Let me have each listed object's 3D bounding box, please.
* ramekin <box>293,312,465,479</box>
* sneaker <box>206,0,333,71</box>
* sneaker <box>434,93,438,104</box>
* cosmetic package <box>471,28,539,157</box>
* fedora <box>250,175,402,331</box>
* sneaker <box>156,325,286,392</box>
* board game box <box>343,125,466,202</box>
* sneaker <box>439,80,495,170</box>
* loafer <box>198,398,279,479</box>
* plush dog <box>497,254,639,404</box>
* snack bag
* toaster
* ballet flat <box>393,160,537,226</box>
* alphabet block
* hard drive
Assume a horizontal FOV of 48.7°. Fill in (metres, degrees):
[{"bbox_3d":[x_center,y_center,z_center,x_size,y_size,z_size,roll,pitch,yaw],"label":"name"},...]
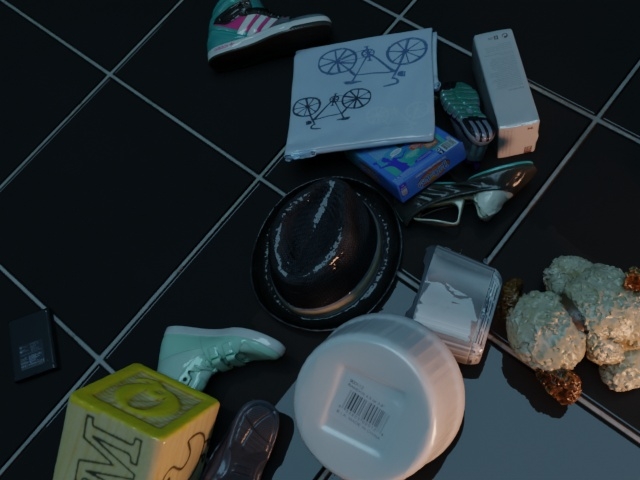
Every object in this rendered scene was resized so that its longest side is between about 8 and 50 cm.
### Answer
[{"bbox_3d":[0.089,0.266,1.174,0.277,0.135,0.277,1,94,23],"label":"ramekin"},{"bbox_3d":[-0.127,-0.510,1.622,0.295,0.124,0.178,-13,75,7],"label":"sneaker"},{"bbox_3d":[0.209,-0.296,1.512,0.083,0.031,0.035,-17,51,-1],"label":"sneaker"},{"bbox_3d":[0.371,-0.297,1.430,0.085,0.117,0.231,-10,64,7],"label":"cosmetic package"},{"bbox_3d":[0.000,0.000,1.356,0.334,0.152,0.334,-4,67,9],"label":"fedora"},{"bbox_3d":[-0.191,0.244,1.320,0.255,0.094,0.151,-1,61,21],"label":"sneaker"},{"bbox_3d":[0.162,-0.180,1.415,0.160,0.047,0.210,-35,44,-9],"label":"board game box"},{"bbox_3d":[0.288,-0.239,1.448,0.083,0.098,0.224,0,41,-7],"label":"sneaker"},{"bbox_3d":[-0.161,0.425,1.255,0.109,0.095,0.303,28,78,-11],"label":"loafer"},{"bbox_3d":[0.421,0.138,1.175,0.225,0.210,0.262,-24,66,-6],"label":"plush dog"},{"bbox_3d":[0.092,-0.308,1.487,0.323,0.037,0.343,-6,54,13],"label":"snack bag"},{"bbox_3d":[0.234,0.127,1.270,0.146,0.129,0.227,16,72,15],"label":"toaster"},{"bbox_3d":[0.283,-0.079,1.375,0.280,0.095,0.096,-11,75,18],"label":"ballet flat"},{"bbox_3d":[-0.315,0.354,1.210,0.193,0.192,0.197,20,105,16],"label":"alphabet block"},{"bbox_3d":[-0.590,0.215,1.452,0.094,0.022,0.135,-20,65,3],"label":"hard drive"}]
